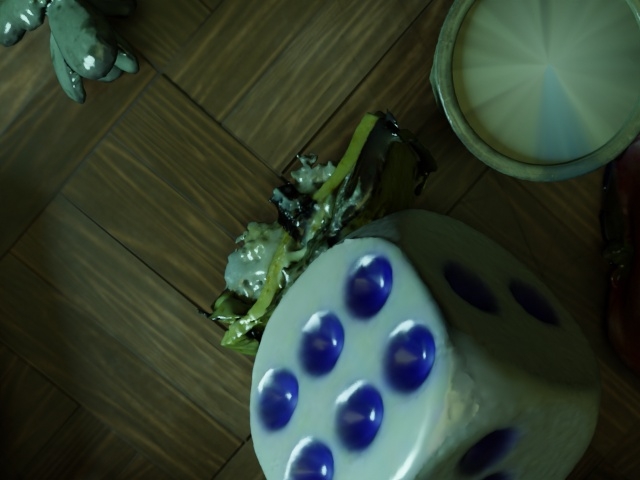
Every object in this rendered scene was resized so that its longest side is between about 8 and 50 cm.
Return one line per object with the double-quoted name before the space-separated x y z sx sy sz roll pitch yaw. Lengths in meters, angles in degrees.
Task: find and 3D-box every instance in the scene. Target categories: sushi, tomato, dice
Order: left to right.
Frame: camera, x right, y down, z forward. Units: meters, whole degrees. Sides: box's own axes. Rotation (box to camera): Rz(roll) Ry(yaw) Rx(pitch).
"sushi" 0.004 0.004 1.060 0.131 0.139 0.291 35 89 35
"dice" 0.098 0.146 0.979 0.251 0.243 0.259 14 123 -45
"tomato" 0.460 0.025 1.075 0.289 0.176 0.335 -1 97 -8

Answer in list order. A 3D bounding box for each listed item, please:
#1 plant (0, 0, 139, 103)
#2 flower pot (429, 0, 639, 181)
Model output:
"plant" -0.272 -0.266 0.975 0.149 0.146 0.275 -28 99 12
"flower pot" 0.200 -0.173 1.005 0.212 0.202 0.212 -1 100 -4
